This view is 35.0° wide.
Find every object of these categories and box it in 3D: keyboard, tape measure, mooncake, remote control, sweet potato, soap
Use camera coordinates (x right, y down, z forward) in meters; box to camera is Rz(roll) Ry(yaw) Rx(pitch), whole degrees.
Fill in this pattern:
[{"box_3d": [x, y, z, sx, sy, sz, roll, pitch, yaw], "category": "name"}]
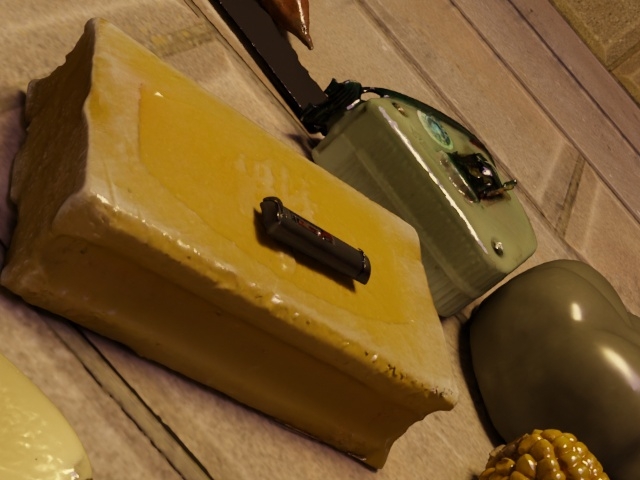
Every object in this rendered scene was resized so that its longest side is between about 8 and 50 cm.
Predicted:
[{"box_3d": [-0.049, -0.190, 1.022, 0.196, 0.015, 0.074, 53, 30, 6], "category": "keyboard"}, {"box_3d": [0.110, -0.058, 0.988, 0.235, 0.115, 0.207, 54, 29, 7], "category": "tape measure"}, {"box_3d": [0.258, 0.137, 0.947, 0.275, 0.135, 0.275, 40, 24, -22], "category": "mooncake"}, {"box_3d": [0.000, 0.000, 0.649, 0.091, 0.016, 0.034, 29, 29, -38], "category": "remote control"}, {"box_3d": [-0.033, -0.246, 1.081, 0.049, 0.049, 0.117, 8, 48, -54], "category": "sweet potato"}, {"box_3d": [-0.050, 0.006, 0.680, 0.315, 0.091, 0.199, 32, 33, -32], "category": "soap"}]

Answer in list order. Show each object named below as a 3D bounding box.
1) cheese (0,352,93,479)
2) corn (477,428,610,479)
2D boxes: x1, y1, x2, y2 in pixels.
[{"box_3d": [-0.211, 0.040, 0.427, 0.255, 0.050, 0.127, 48, 28, -1], "category": "cheese"}, {"box_3d": [0.220, 0.279, 0.732, 0.102, 0.102, 0.313, 0, 54, -57], "category": "corn"}]
